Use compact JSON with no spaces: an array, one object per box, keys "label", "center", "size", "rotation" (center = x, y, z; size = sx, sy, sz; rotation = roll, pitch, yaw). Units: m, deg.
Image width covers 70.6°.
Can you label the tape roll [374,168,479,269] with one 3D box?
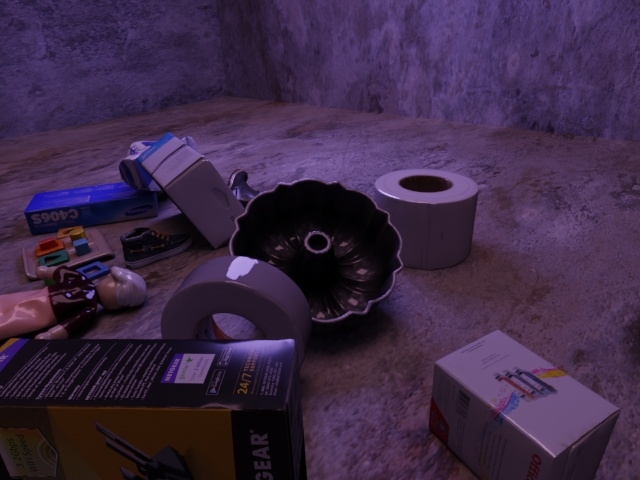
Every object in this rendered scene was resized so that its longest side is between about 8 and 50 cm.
[{"label":"tape roll","center":[0.253,-0.061,1.111],"size":[0.245,0.169,0.246],"rotation":[-1,26,1]}]

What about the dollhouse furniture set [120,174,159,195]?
[{"label":"dollhouse furniture set","center":[-0.602,-0.167,1.493],"size":[0.114,0.091,0.081],"rotation":[3,42,4]}]

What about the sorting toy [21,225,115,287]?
[{"label":"sorting toy","center":[-0.645,0.018,1.147],"size":[0.195,0.047,0.347],"rotation":[-18,31,-29]}]

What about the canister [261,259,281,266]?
[{"label":"canister","center":[-0.063,0.055,1.008],"size":[0.169,0.074,0.126],"rotation":[-4,27,-7]}]

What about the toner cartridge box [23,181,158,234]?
[{"label":"toner cartridge box","center":[-0.679,-0.109,1.374],"size":[0.347,0.075,0.165],"rotation":[-10,28,-16]}]

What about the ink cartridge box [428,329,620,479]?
[{"label":"ink cartridge box","center":[0.247,0.228,0.575],"size":[0.127,0.128,0.176],"rotation":[-16,31,-26]}]

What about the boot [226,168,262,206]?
[{"label":"boot","center":[-0.233,-0.160,1.463],"size":[0.136,0.077,0.198],"rotation":[7,41,8]}]

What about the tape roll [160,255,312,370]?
[{"label":"tape roll","center":[-0.125,0.135,0.687],"size":[0.218,0.220,0.072],"rotation":[3,27,9]}]

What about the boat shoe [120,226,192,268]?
[{"label":"boat shoe","center":[-0.404,-0.001,1.128],"size":[0.065,0.083,0.183],"rotation":[20,34,37]}]

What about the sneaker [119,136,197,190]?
[{"label":"sneaker","center":[-0.545,-0.243,1.436],"size":[0.182,0.128,0.315],"rotation":[0,25,18]}]

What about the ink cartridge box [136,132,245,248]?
[{"label":"ink cartridge box","center":[-0.348,-0.142,1.225],"size":[0.129,0.223,0.307],"rotation":[-41,38,-11]}]

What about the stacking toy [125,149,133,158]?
[{"label":"stacking toy","center":[-0.524,-0.257,1.606],"size":[0.329,0.141,0.141],"rotation":[14,30,21]}]

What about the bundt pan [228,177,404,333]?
[{"label":"bundt pan","center":[-0.011,0.037,0.887],"size":[0.330,0.124,0.331],"rotation":[3,55,-4]}]

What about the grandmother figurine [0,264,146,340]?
[{"label":"grandmother figurine","center":[-0.520,0.125,0.883],"size":[0.342,0.104,0.208],"rotation":[-12,56,-25]}]

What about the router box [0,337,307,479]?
[{"label":"router box","center":[-0.133,0.231,0.393],"size":[0.242,0.309,0.081],"rotation":[-1,24,4]}]
